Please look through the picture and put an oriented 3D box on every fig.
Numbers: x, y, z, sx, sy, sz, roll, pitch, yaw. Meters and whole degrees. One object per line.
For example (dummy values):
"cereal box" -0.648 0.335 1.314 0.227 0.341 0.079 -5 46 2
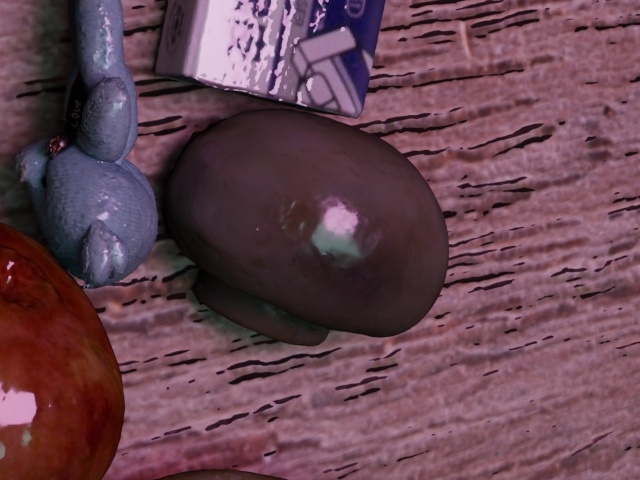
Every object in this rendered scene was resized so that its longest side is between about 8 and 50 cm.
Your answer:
"fig" -0.203 0.085 0.764 0.205 0.205 0.205 -5 100 -27

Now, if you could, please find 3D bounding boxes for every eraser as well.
"eraser" -0.016 -0.188 0.874 0.125 0.068 0.210 10 93 -26

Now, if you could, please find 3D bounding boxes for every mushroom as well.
"mushroom" 0.000 0.000 0.877 0.188 0.117 0.141 20 97 -24

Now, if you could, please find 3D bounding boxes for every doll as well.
"doll" -0.137 -0.061 0.813 0.075 0.120 0.179 -10 97 -7

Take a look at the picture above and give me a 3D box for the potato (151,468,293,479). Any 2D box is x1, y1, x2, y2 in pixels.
"potato" -0.044 0.231 0.883 0.251 0.159 0.174 3 123 -17
